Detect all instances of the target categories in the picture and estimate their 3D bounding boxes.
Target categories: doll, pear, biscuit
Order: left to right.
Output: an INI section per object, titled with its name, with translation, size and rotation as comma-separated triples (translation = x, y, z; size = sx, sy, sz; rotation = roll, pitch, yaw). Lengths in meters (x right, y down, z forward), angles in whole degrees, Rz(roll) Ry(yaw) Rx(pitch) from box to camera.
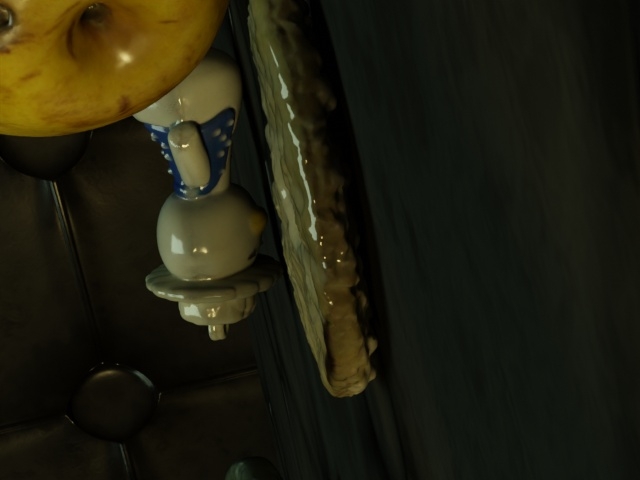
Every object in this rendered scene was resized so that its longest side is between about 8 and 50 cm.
[pear]
translation = -0.182, -0.193, 1.071
size = 0.281, 0.281, 0.280
rotation = 167, 90, -85
[doll]
translation = -0.099, -0.055, 1.412
size = 0.138, 0.119, 0.293
rotation = -90, -5, -74
[biscuit]
translation = 0.000, 0.000, 0.799
size = 0.250, 0.032, 0.133
rotation = 83, 173, -50

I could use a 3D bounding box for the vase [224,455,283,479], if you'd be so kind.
[vase]
translation = -0.010, 0.233, 0.942
size = 0.301, 0.156, 0.251
rotation = 106, 149, -68
